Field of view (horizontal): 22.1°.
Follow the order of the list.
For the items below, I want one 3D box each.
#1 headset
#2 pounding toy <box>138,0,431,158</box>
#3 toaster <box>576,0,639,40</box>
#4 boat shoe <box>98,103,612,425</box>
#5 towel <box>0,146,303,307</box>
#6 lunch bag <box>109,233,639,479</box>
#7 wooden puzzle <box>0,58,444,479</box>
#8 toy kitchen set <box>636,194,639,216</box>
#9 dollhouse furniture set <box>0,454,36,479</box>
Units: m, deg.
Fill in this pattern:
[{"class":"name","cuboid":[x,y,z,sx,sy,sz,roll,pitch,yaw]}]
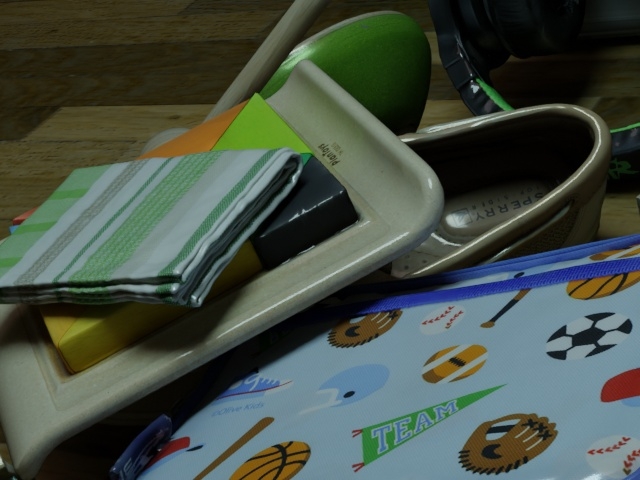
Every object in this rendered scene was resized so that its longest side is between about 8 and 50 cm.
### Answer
[{"class":"headset","cuboid":[0.161,-0.227,1.085,0.243,0.185,0.394,-31,55,16]},{"class":"pounding toy","cuboid":[0.009,-0.051,1.041,0.183,0.110,0.237,-41,-17,16]},{"class":"toaster","cuboid":[0.245,-0.233,1.245,0.146,0.129,0.227,1,33,27]},{"class":"boat shoe","cuboid":[0.000,0.000,0.915,0.341,0.110,0.121,-21,66,-11]},{"class":"towel","cuboid":[-0.092,-0.004,0.797,0.152,0.023,0.113,-3,33,38]},{"class":"lunch bag","cuboid":[0.054,0.092,0.721,0.303,0.115,0.243,-10,27,35]},{"class":"wooden puzzle","cuboid":[-0.075,-0.002,0.834,0.239,0.044,0.221,-33,29,-4]},{"class":"toy kitchen set","cuboid":[0.236,-0.039,0.950,0.083,0.068,0.075,-34,32,-30]},{"class":"dollhouse furniture set","cuboid":[-0.177,0.114,0.727,0.101,0.161,0.182,-24,55,-15]}]
